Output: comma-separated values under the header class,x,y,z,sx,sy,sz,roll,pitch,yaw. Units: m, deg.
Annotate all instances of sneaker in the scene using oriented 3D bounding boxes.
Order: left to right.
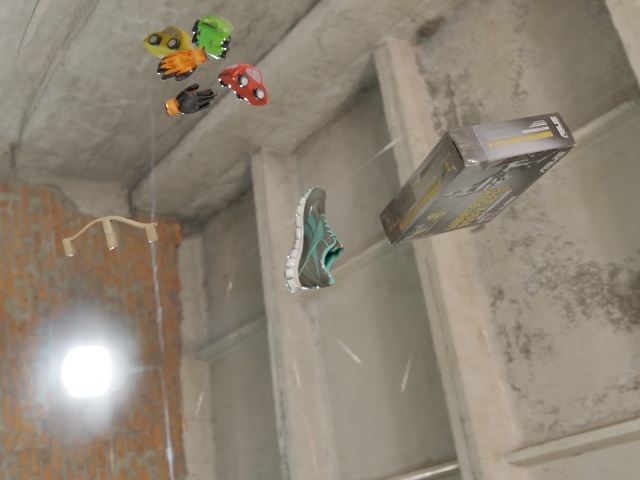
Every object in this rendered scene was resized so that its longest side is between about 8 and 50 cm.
class,x,y,z,sx,sy,sz,roll,pitch,yaw
sneaker,0.000,0.000,1.036,0.076,0.065,0.166,2,-110,19

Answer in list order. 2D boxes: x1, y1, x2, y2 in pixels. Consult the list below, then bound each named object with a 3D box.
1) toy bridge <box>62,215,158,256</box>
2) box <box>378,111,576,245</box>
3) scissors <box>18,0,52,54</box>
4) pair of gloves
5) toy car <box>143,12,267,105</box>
class,x,y,z,sx,sy,sz,roll,pitch,yaw
toy bridge,-0.414,-0.016,1.387,0.026,0.188,0.063,-95,174,-80
box,0.208,-0.080,0.971,0.056,0.183,0.231,68,-27,18
scissors,-0.460,-0.465,1.250,0.021,0.109,0.296,35,-67,49
pair of gloves,-0.175,-0.207,0.916,0.074,0.010,0.083,-13,-89,13
toy car,-0.179,-0.324,1.182,0.053,0.239,0.225,-67,-171,-12
